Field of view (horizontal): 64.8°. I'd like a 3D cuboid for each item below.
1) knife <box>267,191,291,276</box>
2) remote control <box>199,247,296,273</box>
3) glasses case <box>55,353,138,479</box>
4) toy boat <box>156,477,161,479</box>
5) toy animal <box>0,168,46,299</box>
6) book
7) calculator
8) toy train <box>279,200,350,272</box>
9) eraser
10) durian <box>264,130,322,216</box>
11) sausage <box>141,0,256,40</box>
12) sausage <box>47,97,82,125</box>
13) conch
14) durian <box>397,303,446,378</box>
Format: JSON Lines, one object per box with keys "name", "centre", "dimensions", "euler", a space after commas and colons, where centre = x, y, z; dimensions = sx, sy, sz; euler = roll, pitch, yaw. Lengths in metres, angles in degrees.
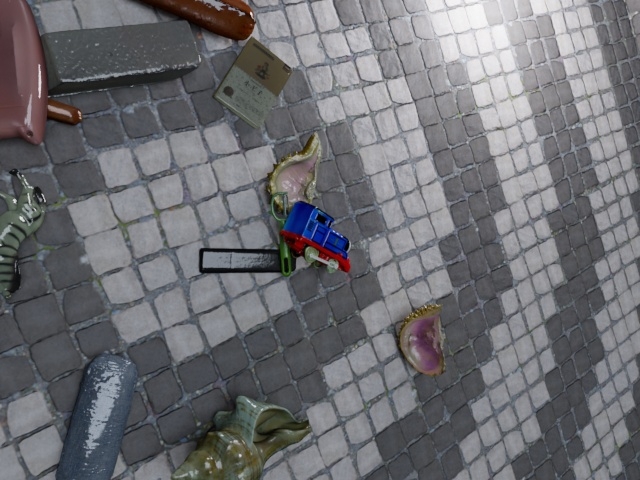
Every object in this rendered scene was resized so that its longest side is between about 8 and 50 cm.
{"name": "knife", "centre": [-0.098, -0.013, 1.239], "dimensions": [0.054, 0.015, 0.212], "euler": [-6, 99, -9]}
{"name": "remote control", "centre": [-0.174, 0.050, 1.233], "dimensions": [0.245, 0.025, 0.063], "euler": [1, 91, -27]}
{"name": "glasses case", "centre": [-0.455, 0.376, 1.034], "dimensions": [0.109, 0.067, 0.283], "euler": [15, 81, -23]}
{"name": "toy boat", "centre": [-0.289, 0.648, 1.119], "dimensions": [0.291, 0.067, 0.220], "euler": [47, 66, -4]}
{"name": "toy animal", "centre": [-0.610, -0.011, 0.984], "dimensions": [0.176, 0.073, 0.217], "euler": [47, 62, -23]}
{"name": "book", "centre": [-0.167, -0.399, 1.276], "dimensions": [0.138, 0.016, 0.199], "euler": [34, 71, -22]}
{"name": "calculator", "centre": [-0.653, -0.341, 0.974], "dimensions": [0.220, 0.048, 0.330], "euler": [-9, 86, -9]}
{"name": "toy train", "centre": [0.000, 0.000, 1.252], "dimensions": [0.204, 0.082, 0.131], "euler": [30, 80, -44]}
{"name": "eraser", "centre": [-0.447, -0.395, 1.097], "dimensions": [0.352, 0.077, 0.111], "euler": [-19, 92, -27]}
{"name": "durian", "centre": [-0.058, -0.170, 1.269], "dimensions": [0.140, 0.078, 0.224], "euler": [24, 94, -14]}
{"name": "sausage", "centre": [-0.310, -0.564, 1.171], "dimensions": [0.330, 0.102, 0.102], "euler": [17, 78, -26]}
{"name": "sausage", "centre": [-0.563, -0.272, 1.043], "dimensions": [0.131, 0.041, 0.039], "euler": [14, 74, -26]}
{"name": "conch", "centre": [-0.173, 0.448, 1.138], "dimensions": [0.386, 0.169, 0.203], "euler": [-15, 120, -61]}
{"name": "durian", "centre": [0.296, 0.267, 1.404], "dimensions": [0.165, 0.132, 0.182], "euler": [-42, 116, -12]}
